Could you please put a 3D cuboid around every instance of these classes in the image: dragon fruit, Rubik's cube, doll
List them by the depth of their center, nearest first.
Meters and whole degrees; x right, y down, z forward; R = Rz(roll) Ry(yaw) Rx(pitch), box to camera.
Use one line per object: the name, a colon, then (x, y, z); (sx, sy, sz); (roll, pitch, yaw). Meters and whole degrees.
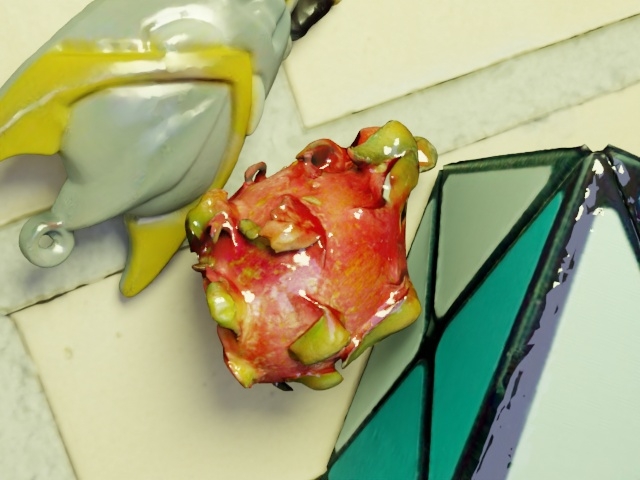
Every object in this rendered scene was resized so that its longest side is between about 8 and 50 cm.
Rubik's cube: (0.170, 0.098, 0.698); (0.250, 0.246, 0.248); (20, 86, -12)
doll: (-0.072, -0.111, 0.715); (0.103, 0.145, 0.316); (29, 78, 21)
dragon fruit: (0.000, 0.000, 0.717); (0.208, 0.150, 0.133); (-45, 138, -27)
